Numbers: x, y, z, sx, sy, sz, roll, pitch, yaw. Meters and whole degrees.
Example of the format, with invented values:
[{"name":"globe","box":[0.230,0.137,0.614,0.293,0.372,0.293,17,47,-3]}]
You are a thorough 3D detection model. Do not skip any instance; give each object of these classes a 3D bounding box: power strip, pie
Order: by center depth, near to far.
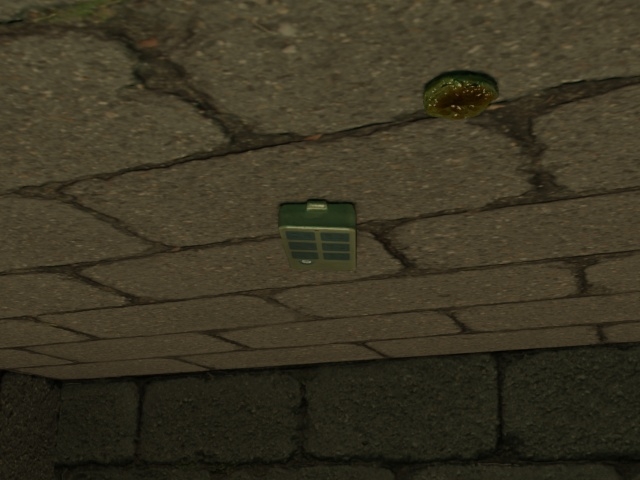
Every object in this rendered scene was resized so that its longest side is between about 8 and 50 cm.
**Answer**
[{"name":"pie","box":[0.147,-0.152,0.838,0.085,0.019,0.084,0,162,0]},{"name":"power strip","box":[0.000,0.000,1.277,0.118,0.046,0.270,-1,163,2]}]
